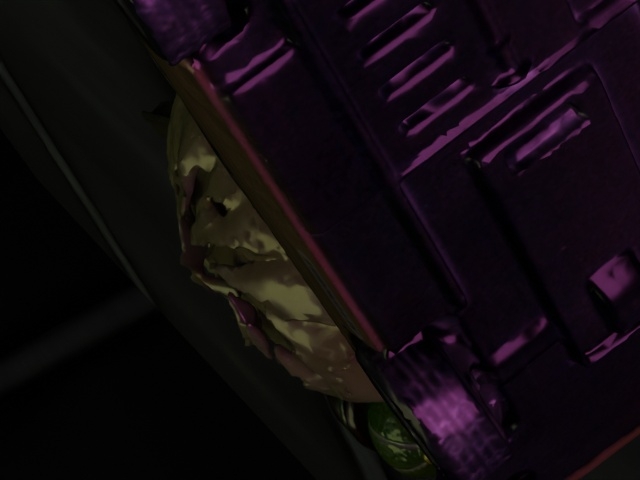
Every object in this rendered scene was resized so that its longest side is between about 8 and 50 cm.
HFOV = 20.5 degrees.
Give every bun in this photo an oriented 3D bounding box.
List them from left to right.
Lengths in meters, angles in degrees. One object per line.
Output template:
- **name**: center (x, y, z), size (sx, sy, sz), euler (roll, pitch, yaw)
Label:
- **bun**: center (0.000, 0.000, 1.057), size (0.259, 0.152, 0.259), euler (47, 168, 13)

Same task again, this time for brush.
- **brush**: center (-0.102, -0.097, 1.553), size (0.034, 0.027, 0.190), euler (51, 164, -29)

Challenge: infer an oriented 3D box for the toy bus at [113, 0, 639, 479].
- **toy bus**: center (0.021, -0.082, 0.559), size (0.202, 0.177, 0.365), euler (49, 174, 47)

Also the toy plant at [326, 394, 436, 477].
- **toy plant**: center (0.069, 0.139, 1.443), size (0.093, 0.093, 0.162), euler (56, 170, -29)
